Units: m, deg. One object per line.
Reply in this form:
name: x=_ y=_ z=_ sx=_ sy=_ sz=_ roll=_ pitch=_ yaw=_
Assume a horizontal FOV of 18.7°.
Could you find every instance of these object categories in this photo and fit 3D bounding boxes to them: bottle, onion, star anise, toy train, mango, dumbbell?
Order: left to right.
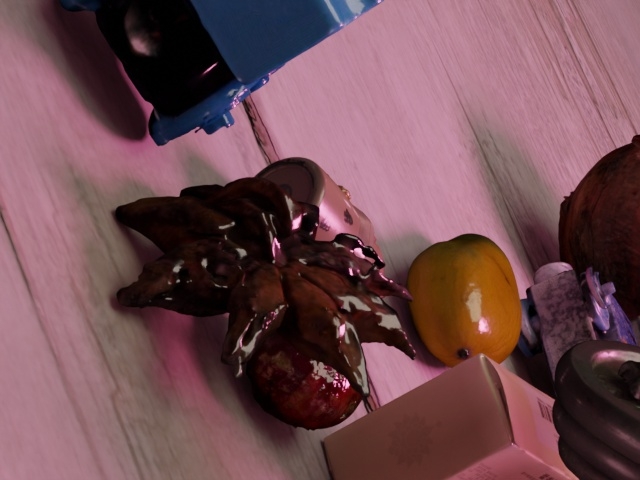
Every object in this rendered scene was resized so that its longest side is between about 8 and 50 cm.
toy train: x=-0.054 y=-0.223 z=1.623 sx=0.188 sy=0.265 sz=0.300 roll=57 pitch=20 yaw=-8
star anise: x=-0.030 y=0.012 z=1.487 sx=0.272 sy=0.102 sz=0.272 roll=17 pitch=29 yaw=-10
onion: x=-0.009 y=0.099 z=1.547 sx=0.107 sy=0.097 sz=0.107 roll=33 pitch=41 yaw=-34
bottle: x=0.000 y=0.001 z=1.706 sx=0.152 sy=0.099 sz=0.099 roll=44 pitch=27 yaw=-45
mango: x=0.153 y=0.062 z=1.970 sx=0.137 sy=0.091 sz=0.237 roll=68 pitch=22 yaw=2
dumbbell: x=0.206 y=0.250 z=1.494 sx=0.179 sy=0.406 sz=0.179 roll=19 pitch=20 yaw=-7
toy train: x=0.304 y=0.171 z=2.132 sx=0.202 sy=0.131 sz=0.299 roll=50 pitch=23 yaw=-45
onion: x=0.450 y=0.031 z=2.382 sx=0.353 sy=0.354 sz=0.353 roll=48 pitch=25 yaw=-30

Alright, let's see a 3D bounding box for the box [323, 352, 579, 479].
box: x=0.133 y=0.197 z=1.640 sx=0.212 sy=0.168 sz=0.095 roll=34 pitch=34 yaw=-50
